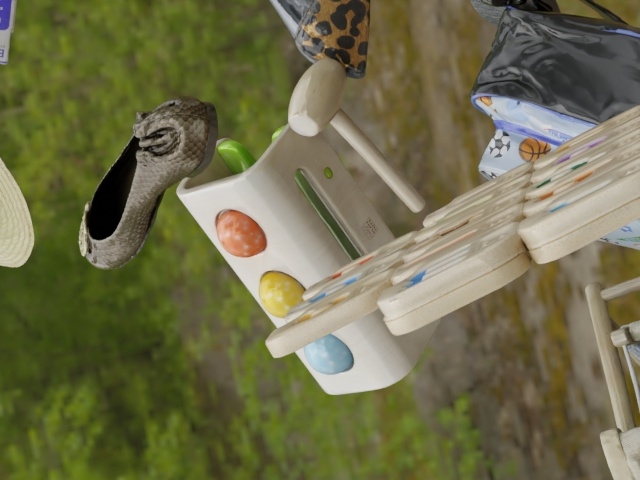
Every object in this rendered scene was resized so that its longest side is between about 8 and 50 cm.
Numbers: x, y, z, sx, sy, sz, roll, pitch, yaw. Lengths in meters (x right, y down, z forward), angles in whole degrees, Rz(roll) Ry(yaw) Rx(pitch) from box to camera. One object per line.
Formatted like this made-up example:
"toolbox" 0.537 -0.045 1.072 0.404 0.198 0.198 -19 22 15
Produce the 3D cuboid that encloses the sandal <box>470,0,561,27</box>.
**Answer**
"sandal" 0.183 -0.280 1.722 0.054 0.097 0.254 -61 -33 -15

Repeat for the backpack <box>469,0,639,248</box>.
"backpack" 0.290 -0.098 1.591 0.263 0.276 0.213 14 -80 -54

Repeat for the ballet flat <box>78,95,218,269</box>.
"ballet flat" -0.152 -0.045 1.384 0.250 0.058 0.084 -40 52 56

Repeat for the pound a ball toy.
"pound a ball toy" 0.000 0.000 1.701 0.319 0.208 0.136 54 -131 -23

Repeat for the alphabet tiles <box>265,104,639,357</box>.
"alphabet tiles" 0.107 -0.017 0.868 0.021 0.278 0.284 62 -168 -5

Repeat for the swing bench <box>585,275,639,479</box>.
"swing bench" 0.408 0.142 1.667 0.165 0.253 0.255 43 -144 -39

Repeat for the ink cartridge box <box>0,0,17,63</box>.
"ink cartridge box" -0.458 -0.305 2.048 0.045 0.206 0.208 114 161 -72

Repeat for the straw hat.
"straw hat" -0.284 -0.027 1.290 0.144 0.061 0.144 27 137 29

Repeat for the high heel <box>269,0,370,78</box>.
"high heel" 0.065 -0.280 1.685 0.186 0.261 0.093 54 171 10
